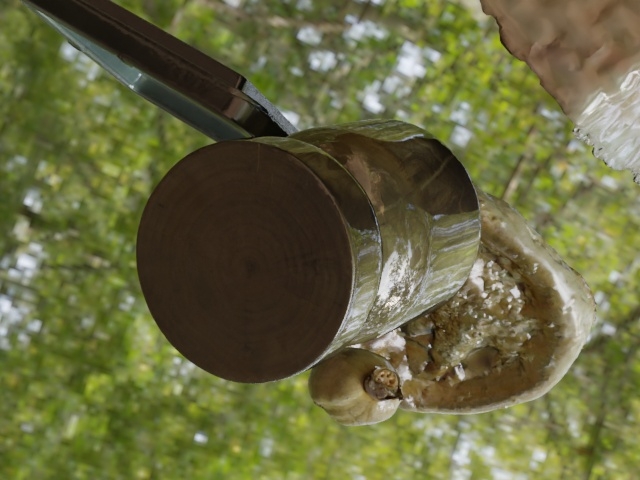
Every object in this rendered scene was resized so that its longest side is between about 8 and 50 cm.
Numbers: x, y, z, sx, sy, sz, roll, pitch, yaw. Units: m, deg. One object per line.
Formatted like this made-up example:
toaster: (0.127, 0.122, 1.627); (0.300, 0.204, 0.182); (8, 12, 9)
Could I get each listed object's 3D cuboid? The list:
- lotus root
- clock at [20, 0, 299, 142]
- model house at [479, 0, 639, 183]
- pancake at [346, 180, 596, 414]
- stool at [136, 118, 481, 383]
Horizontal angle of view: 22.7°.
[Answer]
lotus root: (0.031, 0.124, 1.367); (0.062, 0.073, 0.150); (-48, -169, -21)
clock: (-0.121, -0.141, 1.454); (0.279, 0.273, 0.049); (31, -93, 20)
model house: (0.290, -0.337, 1.355); (0.400, 0.395, 0.445); (-39, -110, 16)
pancake: (0.132, 0.078, 1.805); (0.356, 0.356, 0.065); (-38, -154, 35)
stool: (0.000, 0.000, 1.247); (0.179, 0.264, 0.179); (4, -82, 25)
